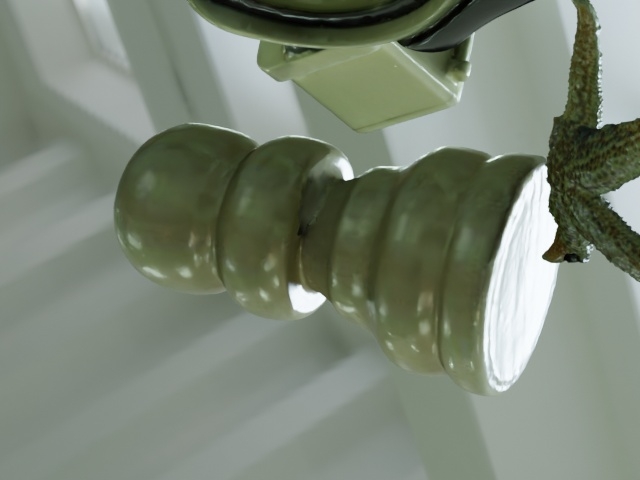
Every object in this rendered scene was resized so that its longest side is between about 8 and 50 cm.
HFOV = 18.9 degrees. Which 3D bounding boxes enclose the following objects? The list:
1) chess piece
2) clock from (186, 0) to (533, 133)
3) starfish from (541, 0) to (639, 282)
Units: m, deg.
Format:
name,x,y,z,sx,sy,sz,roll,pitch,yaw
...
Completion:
name,x,y,z,sx,sy,sz,roll,pitch,yaw
chess piece,0.000,0.000,1.304,0.299,0.167,0.167,10,-141,22
clock,0.092,-0.168,0.845,0.379,0.276,0.120,-10,-125,40
starfish,0.158,-0.053,1.100,0.053,0.176,0.208,-8,-173,-17
